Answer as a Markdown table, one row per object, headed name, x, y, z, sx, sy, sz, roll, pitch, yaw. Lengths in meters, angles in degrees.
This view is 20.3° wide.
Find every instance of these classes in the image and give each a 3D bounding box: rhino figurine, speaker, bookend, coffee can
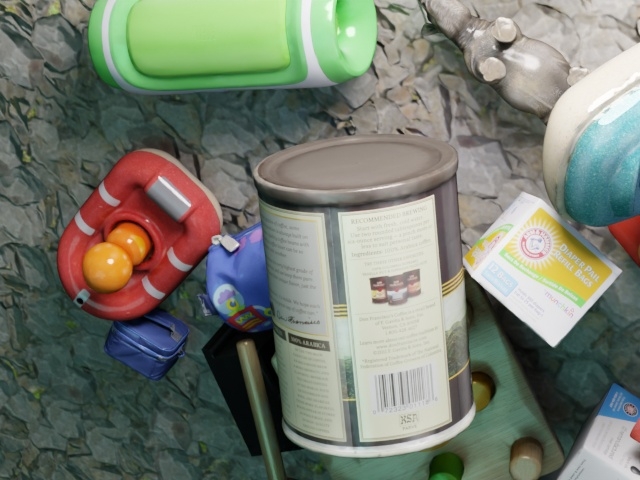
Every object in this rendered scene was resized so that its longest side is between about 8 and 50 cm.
| name | x | y | z | sx | sy | sz | roll | pitch | yaw |
| --- | --- | --- | --- | --- | --- | --- | --- | --- | --- |
| rhino figurine | 0.182 | -0.187 | 1.793 | 0.243 | 0.106 | 0.073 | 36 | 95 | 5 |
| speaker | -0.095 | -0.222 | 1.893 | 0.296 | 0.131 | 0.131 | 0 | 118 | 27 |
| bookend | -0.035 | 0.167 | 2.132 | 0.156 | 0.072 | 0.157 | -13 | 111 | 31 |
| coffee can | 0.046 | 0.051 | 1.780 | 0.201 | 0.201 | 0.275 | 3 | 110 | 25 |

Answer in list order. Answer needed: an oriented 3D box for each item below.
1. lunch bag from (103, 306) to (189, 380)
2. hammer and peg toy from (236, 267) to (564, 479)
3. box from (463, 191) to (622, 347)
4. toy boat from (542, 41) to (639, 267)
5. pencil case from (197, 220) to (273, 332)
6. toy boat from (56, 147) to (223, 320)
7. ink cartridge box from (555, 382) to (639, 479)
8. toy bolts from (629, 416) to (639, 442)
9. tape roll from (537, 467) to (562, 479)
| name | x | y | z | sx | sy | sz | roll | pitch | yaw |
| --- | --- | --- | --- | --- | --- | --- | --- | --- | --- |
| lunch bag | -0.210 | 0.120 | 2.195 | 0.098 | 0.067 | 0.065 | 28 | 128 | 8 |
| hammer and peg toy | 0.058 | 0.204 | 1.999 | 0.361 | 0.127 | 0.266 | -23 | 102 | 15 |
| box | 0.221 | 0.026 | 1.821 | 0.114 | 0.203 | 0.103 | 41 | 94 | -2 |
| toy boat | 0.342 | -0.063 | 1.720 | 0.148 | 0.267 | 0.318 | 50 | 162 | 34 |
| pencil case | 0.000 | 0.000 | 1.981 | 0.306 | 0.119 | 0.133 | -27 | 119 | 35 |
| toy boat | -0.229 | 0.011 | 2.085 | 0.151 | 0.151 | 0.231 | 42 | 128 | -2 |
| ink cartridge box | 0.366 | 0.264 | 1.945 | 0.191 | 0.139 | 0.082 | 31 | 126 | 6 |
| toy bolts | 0.465 | 0.176 | 1.862 | 0.228 | 0.218 | 0.158 | 24 | 97 | 30 |
| tape roll | 0.265 | 0.368 | 2.103 | 0.219 | 0.072 | 0.219 | 12 | 123 | 19 |
